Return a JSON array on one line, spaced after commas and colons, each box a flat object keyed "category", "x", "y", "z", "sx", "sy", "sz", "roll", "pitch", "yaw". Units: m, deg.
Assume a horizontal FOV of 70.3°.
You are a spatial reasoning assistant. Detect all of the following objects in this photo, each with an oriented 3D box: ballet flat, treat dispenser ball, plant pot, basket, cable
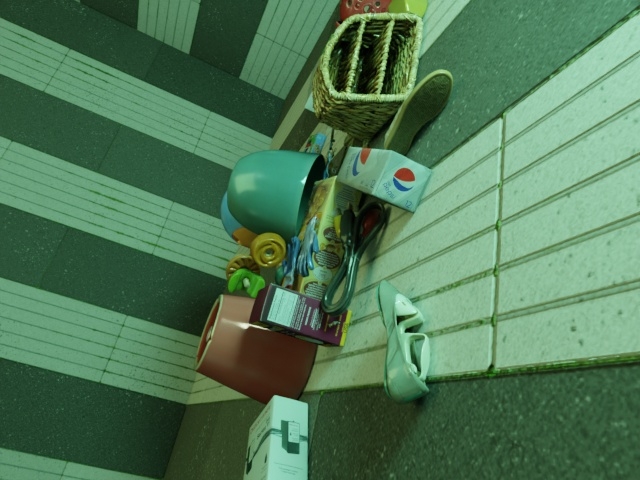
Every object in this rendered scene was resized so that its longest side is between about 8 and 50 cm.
[{"category": "ballet flat", "x": 0.130, "y": 0.140, "z": 0.686, "sx": 0.068, "sy": 0.072, "sz": 0.213, "roll": -26, "pitch": 38, "yaw": 26}, {"category": "treat dispenser ball", "x": -0.239, "y": -0.109, "z": 1.750, "sx": 0.288, "sy": 0.288, "sz": 0.288, "roll": -57, "pitch": 20, "yaw": 34}, {"category": "plant pot", "x": 0.149, "y": -0.738, "z": 1.472, "sx": 0.191, "sy": 0.191, "sz": 0.174, "roll": -93, "pitch": 23, "yaw": -54}, {"category": "plant pot", "x": -0.170, "y": 0.265, "z": 1.148, "sx": 0.275, "sy": 0.243, "sz": 0.275, "roll": -160, "pitch": 90, "yaw": -74}, {"category": "plant pot", "x": 0.239, "y": -0.621, "z": 1.232, "sx": 0.081, "sy": 0.081, "sz": 0.083, "roll": 134, "pitch": 143, "yaw": -53}, {"category": "basket", "x": 0.113, "y": -0.454, "z": 1.183, "sx": 0.223, "sy": 0.213, "sz": 0.299, "roll": 142, "pitch": 145, "yaw": -62}, {"category": "plant pot", "x": -0.137, "y": -0.139, "z": 1.362, "sx": 0.293, "sy": 0.235, "sz": 0.293, "roll": 14, "pitch": -90, "yaw": -81}, {"category": "cable", "x": 0.079, "y": 0.027, "z": 0.965, "sx": 0.139, "sy": 0.072, "sz": 0.287, "roll": -12, "pitch": 56, "yaw": 29}]

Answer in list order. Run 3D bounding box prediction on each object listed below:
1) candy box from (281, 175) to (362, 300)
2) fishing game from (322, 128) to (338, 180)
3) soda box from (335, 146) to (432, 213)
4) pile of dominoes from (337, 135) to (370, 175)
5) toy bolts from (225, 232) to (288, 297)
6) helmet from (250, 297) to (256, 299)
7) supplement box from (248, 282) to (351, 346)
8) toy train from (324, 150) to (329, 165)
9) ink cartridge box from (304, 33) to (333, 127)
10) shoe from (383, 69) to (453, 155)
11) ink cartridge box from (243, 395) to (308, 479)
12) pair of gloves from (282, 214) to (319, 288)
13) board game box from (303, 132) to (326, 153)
[{"category": "candy box", "x": 0.000, "y": 0.000, "z": 1.187, "sx": 0.183, "sy": 0.087, "sz": 0.317, "roll": -175, "pitch": 103, "yaw": -73}, {"category": "fishing game", "x": 0.032, "y": -0.215, "z": 1.365, "sx": 0.189, "sy": 0.041, "sz": 0.264, "roll": 95, "pitch": -178, "yaw": -78}, {"category": "soda box", "x": 0.122, "y": -0.138, "z": 0.970, "sx": 0.091, "sy": 0.098, "sz": 0.286, "roll": -66, "pitch": 16, "yaw": 7}, {"category": "pile of dominoes", "x": 0.070, "y": -0.198, "z": 1.312, "sx": 0.196, "sy": 0.040, "sz": 0.251, "roll": -38, "pitch": 34, "yaw": 60}, {"category": "toy bolts", "x": -0.145, "y": 0.064, "z": 1.342, "sx": 0.218, "sy": 0.228, "sz": 0.158, "roll": -61, "pitch": 26, "yaw": 17}, {"category": "helmet", "x": -0.191, "y": 0.260, "z": 1.368, "sx": 0.162, "sy": 0.169, "sz": 0.169, "roll": -57, "pitch": 12, "yaw": -18}, {"category": "supplement box", "x": -0.044, "y": 0.162, "z": 0.963, "sx": 0.104, "sy": 0.188, "sz": 0.081, "roll": -31, "pitch": 41, "yaw": 65}, {"category": "toy train", "x": -0.064, "y": -0.237, "z": 1.604, "sx": 0.105, "sy": 0.143, "sz": 0.248, "roll": -34, "pitch": 38, "yaw": 62}, {"category": "ink cartridge box", "x": 0.038, "y": -0.636, "z": 1.811, "sx": 0.207, "sy": 0.119, "sz": 0.354, "roll": -53, "pitch": 23, "yaw": 43}, {"category": "shoe", "x": 0.192, "y": -0.265, "z": 0.939, "sx": 0.219, "sy": 0.076, "sz": 0.058, "roll": 125, "pitch": 154, "yaw": -45}, {"category": "ink cartridge box", "x": -0.094, "y": 0.455, "z": 0.943, "sx": 0.153, "sy": 0.086, "sz": 0.208, "roll": -58, "pitch": 19, "yaw": 31}, {"category": "pair of gloves", "x": -0.051, "y": 0.037, "z": 1.121, "sx": 0.198, "sy": 0.023, "sz": 0.159, "roll": -45, "pitch": 31, "yaw": 49}, {"category": "board game box", "x": -0.050, "y": -0.327, "z": 1.857, "sx": 0.212, "sy": 0.039, "sz": 0.160, "roll": -69, "pitch": 17, "yaw": 3}]
